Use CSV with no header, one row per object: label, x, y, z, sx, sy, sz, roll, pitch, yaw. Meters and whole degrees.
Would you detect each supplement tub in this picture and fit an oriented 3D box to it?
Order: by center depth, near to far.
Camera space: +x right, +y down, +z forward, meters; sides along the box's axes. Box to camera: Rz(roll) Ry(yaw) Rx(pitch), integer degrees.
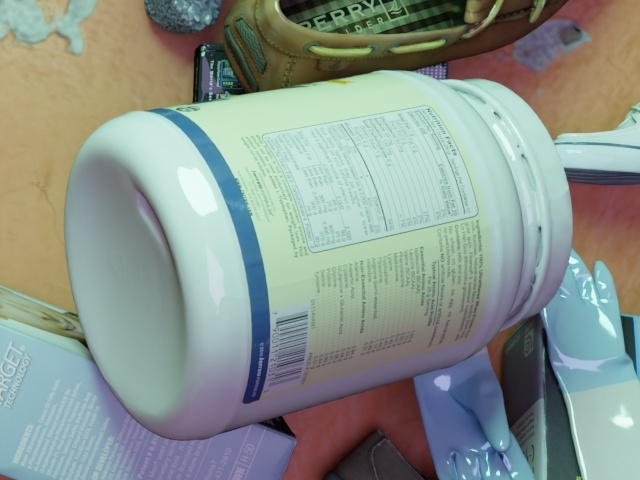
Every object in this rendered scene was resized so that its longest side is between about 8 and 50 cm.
supplement tub,0.000,0.000,1.111,0.325,0.235,0.235,-13,98,-31

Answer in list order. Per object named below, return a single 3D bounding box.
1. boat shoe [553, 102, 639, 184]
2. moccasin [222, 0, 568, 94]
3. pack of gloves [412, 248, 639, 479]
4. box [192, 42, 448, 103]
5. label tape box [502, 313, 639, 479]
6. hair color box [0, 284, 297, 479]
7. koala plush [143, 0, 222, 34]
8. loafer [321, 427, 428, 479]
boat shoe,0.300,-0.091,1.339,0.226,0.083,0.076,1,84,-21
moccasin,0.099,-0.225,1.212,0.380,0.147,0.139,-18,81,-27
pack of gloves,0.172,0.104,1.223,0.195,0.046,0.232,-11,64,-8
box,-0.006,-0.031,1.294,0.216,0.060,0.270,3,95,-9
label tape box,0.287,0.241,1.265,0.249,0.115,0.348,9,60,-10
hair color box,-0.220,0.122,1.209,0.374,0.185,0.113,22,92,-11
koala plush,-0.092,-0.292,1.172,0.203,0.221,0.196,-41,100,-4
loafer,0.125,0.249,1.319,0.251,0.094,0.087,30,84,-2
